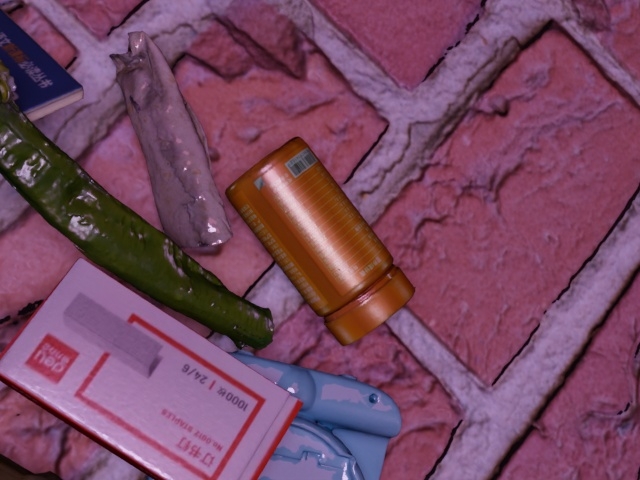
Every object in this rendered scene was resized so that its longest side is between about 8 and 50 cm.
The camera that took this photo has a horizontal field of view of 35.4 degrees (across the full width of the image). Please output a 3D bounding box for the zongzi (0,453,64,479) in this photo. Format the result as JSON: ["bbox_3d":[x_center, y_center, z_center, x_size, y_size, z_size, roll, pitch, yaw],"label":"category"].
[{"bbox_3d":[-0.285,0.349,0.819,0.447,0.181,0.418,29,106,12],"label":"zongzi"}]

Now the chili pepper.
[{"bbox_3d":[-0.167,-0.011,0.850,0.076,0.085,0.359,-50,128,-6],"label":"chili pepper"}]

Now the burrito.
[{"bbox_3d":[-0.142,-0.091,0.958,0.060,0.087,0.225,-16,82,-28],"label":"burrito"}]

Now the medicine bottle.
[{"bbox_3d":[0.000,0.000,0.976,0.096,0.096,0.192,-39,93,-20],"label":"medicine bottle"}]

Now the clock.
[{"bbox_3d":[-0.052,0.247,0.917,0.224,0.094,0.274,13,76,-14],"label":"clock"}]

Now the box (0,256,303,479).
[{"bbox_3d":[-0.142,0.125,0.842,0.229,0.050,0.123,34,66,-1],"label":"box"}]

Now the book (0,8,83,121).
[{"bbox_3d":[-0.392,-0.114,0.832,0.322,0.018,0.228,-32,54,-25],"label":"book"}]
